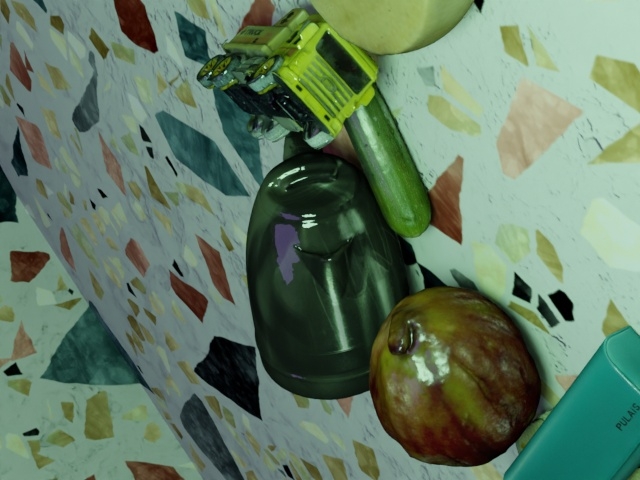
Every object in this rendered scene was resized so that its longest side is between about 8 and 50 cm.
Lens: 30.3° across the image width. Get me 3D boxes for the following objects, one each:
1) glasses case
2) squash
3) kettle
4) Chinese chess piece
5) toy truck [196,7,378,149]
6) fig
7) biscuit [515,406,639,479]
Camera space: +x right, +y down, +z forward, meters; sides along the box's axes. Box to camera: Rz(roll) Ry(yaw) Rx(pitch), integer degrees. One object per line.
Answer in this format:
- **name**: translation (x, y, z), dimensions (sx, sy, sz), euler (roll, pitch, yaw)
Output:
- **glasses case**: translation (0.316, 0.239, 1.396), dimensions (0.117, 0.070, 0.301), euler (52, 142, 26)
- **squash**: translation (0.080, -0.106, 1.507), dimensions (0.066, 0.066, 0.229), euler (-1, 118, 62)
- **kettle**: translation (0.000, 0.000, 1.639), dimensions (0.321, 0.228, 0.324), euler (-100, 1, -49)
- **Chinese chess piece**: translation (0.062, -0.320, 1.246), dimensions (0.251, 0.097, 0.251), euler (41, 152, 29)
- **toy truck**: translation (-0.034, -0.212, 1.456), dimensions (0.124, 0.157, 0.272), euler (44, 169, -24)
- **fig**: translation (0.166, 0.172, 1.517), dimensions (0.224, 0.224, 0.263), euler (39, 146, 34)
- **biscuit**: translation (0.347, 0.294, 1.514), dimensions (0.250, 0.046, 0.147), euler (21, 137, 52)
